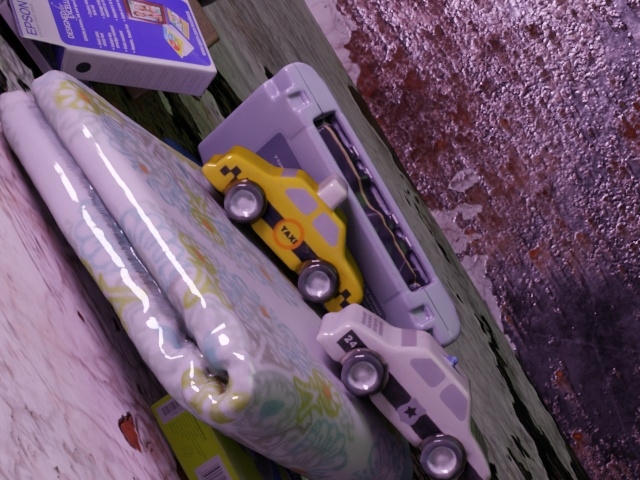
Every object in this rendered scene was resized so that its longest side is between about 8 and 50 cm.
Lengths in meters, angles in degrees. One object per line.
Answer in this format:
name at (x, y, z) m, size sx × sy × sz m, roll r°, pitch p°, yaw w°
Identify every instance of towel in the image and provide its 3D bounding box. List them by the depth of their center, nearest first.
towel at (-0.092, 0.045, 1.497) m, size 0.374 × 0.090 × 0.320 m, roll 53°, pitch 10°, yaw 31°

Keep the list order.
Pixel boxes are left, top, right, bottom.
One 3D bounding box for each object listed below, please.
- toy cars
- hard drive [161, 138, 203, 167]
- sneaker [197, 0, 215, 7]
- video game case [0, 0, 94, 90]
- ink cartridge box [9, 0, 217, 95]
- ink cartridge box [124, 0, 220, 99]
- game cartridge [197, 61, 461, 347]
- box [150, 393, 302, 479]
toy cars at (0.037, 0.046, 1.535) m, size 0.394 × 0.087 × 0.176 m, roll 54°, pitch 11°, yaw 35°
hard drive at (-0.066, 0.067, 1.814) m, size 0.210 × 0.040 × 0.319 m, roll 42°, pitch 20°, yaw -57°
sneaker at (-0.133, -0.361, 2.125) m, size 0.132 × 0.229 × 0.086 m, roll 27°, pitch 14°, yaw 30°
video game case at (-0.257, -0.179, 1.711) m, size 0.122 × 0.011 × 0.087 m, roll 56°, pitch 11°, yaw -15°
ink cartridge box at (-0.222, -0.232, 1.751) m, size 0.208 × 0.045 × 0.206 m, roll 8°, pitch 43°, yaw -33°
ink cartridge box at (-0.216, -0.282, 1.971) m, size 0.235 × 0.088 × 0.193 m, roll 58°, pitch 12°, yaw -8°
game cartridge at (0.000, 0.000, 1.713) m, size 0.060 × 0.196 × 0.294 m, roll -24°, pitch 83°, yaw -41°
box at (-0.068, 0.177, 1.498) m, size 0.109 × 0.042 × 0.178 m, roll 59°, pitch 11°, yaw 16°
